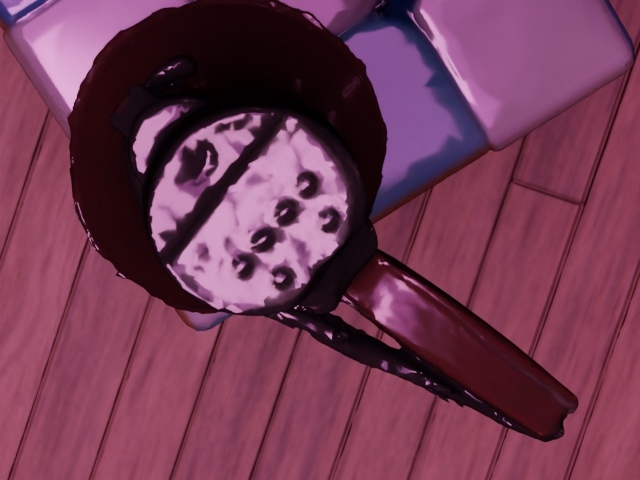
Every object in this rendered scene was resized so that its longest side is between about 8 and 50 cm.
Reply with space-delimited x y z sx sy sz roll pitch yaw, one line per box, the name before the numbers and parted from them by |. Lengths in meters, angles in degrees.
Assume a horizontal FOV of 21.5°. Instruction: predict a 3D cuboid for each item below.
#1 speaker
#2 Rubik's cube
speaker | -0.020 0.008 0.891 0.198 0.329 0.259 -27 106 -1
Rubik's cube | -0.040 -0.184 1.190 0.346 0.344 0.347 -33 100 -3
